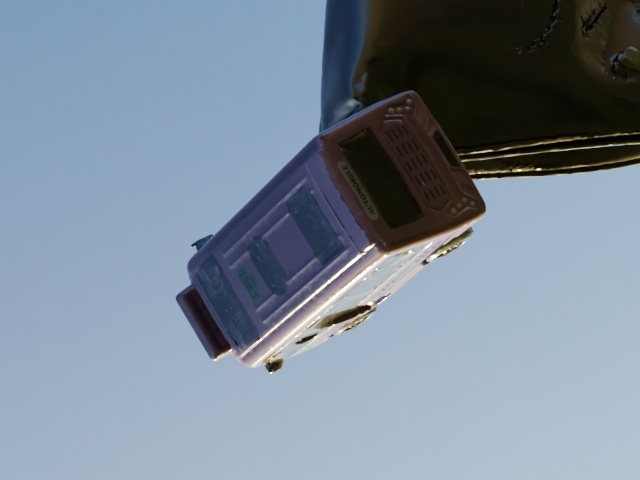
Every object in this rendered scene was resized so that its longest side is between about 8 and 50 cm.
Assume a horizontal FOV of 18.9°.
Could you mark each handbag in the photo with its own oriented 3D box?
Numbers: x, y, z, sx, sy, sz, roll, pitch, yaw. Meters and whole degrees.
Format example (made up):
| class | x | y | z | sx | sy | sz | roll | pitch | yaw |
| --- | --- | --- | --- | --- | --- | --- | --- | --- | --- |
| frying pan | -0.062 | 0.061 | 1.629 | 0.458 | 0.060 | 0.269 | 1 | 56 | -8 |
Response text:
| class | x | y | z | sx | sy | sz | roll | pitch | yaw |
| --- | --- | --- | --- | --- | --- | --- | --- | --- | --- |
| handbag | 0.144 | -0.190 | 1.418 | 0.152 | 0.288 | 0.342 | 108 | 166 | -66 |

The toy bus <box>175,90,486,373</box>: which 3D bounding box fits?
| class | x | y | z | sx | sy | sz | roll | pitch | yaw |
| --- | --- | --- | --- | --- | --- | --- | --- | --- | --- |
| toy bus | 0.000 | 0.000 | 1.022 | 0.098 | 0.178 | 0.087 | -26 | -100 | -38 |
